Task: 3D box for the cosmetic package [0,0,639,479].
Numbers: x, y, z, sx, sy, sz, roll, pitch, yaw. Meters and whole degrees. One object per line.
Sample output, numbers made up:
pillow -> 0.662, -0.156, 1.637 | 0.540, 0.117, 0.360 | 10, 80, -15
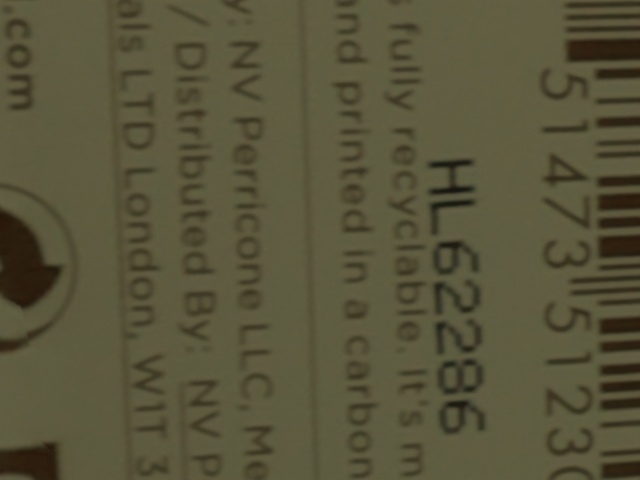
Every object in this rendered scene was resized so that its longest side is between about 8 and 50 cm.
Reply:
cosmetic package -> 0.000, 0.000, 0.532 | 0.328, 0.329, 0.394 | -3, 5, -9
